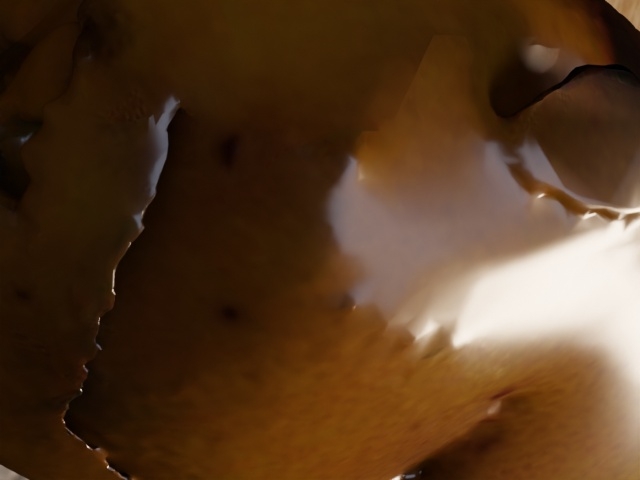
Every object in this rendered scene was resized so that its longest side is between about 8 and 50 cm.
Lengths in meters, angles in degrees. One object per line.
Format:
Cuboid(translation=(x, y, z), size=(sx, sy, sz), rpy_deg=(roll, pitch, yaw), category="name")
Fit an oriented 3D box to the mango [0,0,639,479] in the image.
Cuboid(translation=(0.000, 0.000, 0.442), size=(0.201, 0.153, 0.287), rpy_deg=(-35, 147, 7), category="mango")
